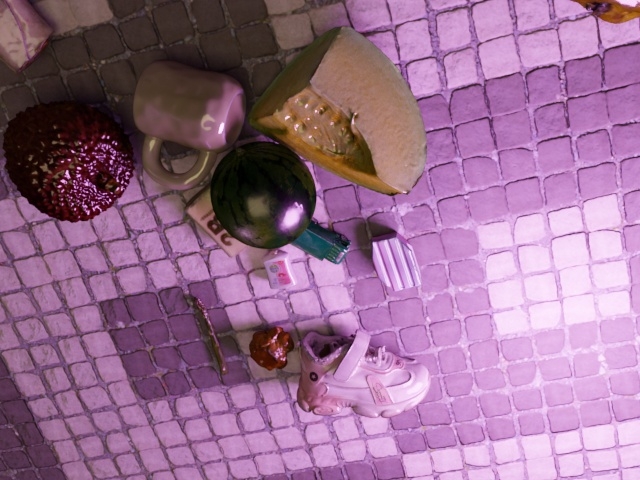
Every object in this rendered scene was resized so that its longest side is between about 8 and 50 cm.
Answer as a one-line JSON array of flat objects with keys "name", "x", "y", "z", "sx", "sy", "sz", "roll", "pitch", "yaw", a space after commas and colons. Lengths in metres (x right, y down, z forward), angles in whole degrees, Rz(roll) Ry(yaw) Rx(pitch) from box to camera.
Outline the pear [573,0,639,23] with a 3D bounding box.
[{"name": "pear", "x": 0.582, "y": -0.597, "z": 1.333, "sx": 0.352, "sy": 0.352, "sz": 0.413, "roll": 25, "pitch": 122, "yaw": -7}]

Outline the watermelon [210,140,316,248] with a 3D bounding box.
[{"name": "watermelon", "x": -0.126, "y": -0.102, "z": 1.689, "sx": 0.242, "sy": 0.242, "sz": 0.242, "roll": 2, "pitch": 116, "yaw": 4}]

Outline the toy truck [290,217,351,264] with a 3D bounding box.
[{"name": "toy truck", "x": 0.000, "y": 0.000, "z": 1.819, "sx": 0.147, "sy": 0.079, "sz": 0.065, "roll": 29, "pitch": 115, "yaw": -11}]

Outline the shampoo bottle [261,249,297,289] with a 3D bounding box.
[{"name": "shampoo bottle", "x": -0.103, "y": 0.069, "z": 1.881, "sx": 0.072, "sy": 0.043, "sz": 0.099, "roll": -11, "pitch": 115, "yaw": 11}]

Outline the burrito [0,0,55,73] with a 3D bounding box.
[{"name": "burrito", "x": -0.711, "y": -0.511, "z": 1.622, "sx": 0.143, "sy": 0.105, "sz": 0.299, "roll": -38, "pitch": 107, "yaw": 11}]

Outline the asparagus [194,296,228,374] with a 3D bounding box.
[{"name": "asparagus", "x": -0.286, "y": 0.252, "z": 2.001, "sx": 0.024, "sy": 0.025, "sz": 0.248, "roll": -3, "pitch": 117, "yaw": 24}]

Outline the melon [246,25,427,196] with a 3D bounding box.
[{"name": "melon", "x": 0.060, "y": -0.238, "z": 1.626, "sx": 0.343, "sy": 0.226, "sz": 0.331, "roll": 38, "pitch": 116, "yaw": -25}]

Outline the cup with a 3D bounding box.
[{"name": "cup", "x": -0.290, "y": -0.251, "z": 1.622, "sx": 0.202, "sy": 0.255, "sz": 0.173, "roll": 17, "pitch": 160, "yaw": 10}]

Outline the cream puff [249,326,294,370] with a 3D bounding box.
[{"name": "cream puff", "x": -0.126, "y": 0.275, "z": 1.964, "sx": 0.116, "sy": 0.094, "sz": 0.122, "roll": 30, "pitch": 138, "yaw": -6}]

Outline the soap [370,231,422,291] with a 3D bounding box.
[{"name": "soap", "x": 0.179, "y": 0.047, "z": 1.837, "sx": 0.100, "sy": 0.056, "sz": 0.149, "roll": -16, "pitch": 114, "yaw": 11}]

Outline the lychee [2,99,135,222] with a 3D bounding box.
[{"name": "lychee", "x": -0.554, "y": -0.182, "z": 1.679, "sx": 0.304, "sy": 0.276, "sz": 0.275, "roll": 27, "pitch": 118, "yaw": 20}]

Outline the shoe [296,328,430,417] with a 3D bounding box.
[{"name": "shoe", "x": 0.100, "y": 0.330, "z": 1.921, "sx": 0.351, "sy": 0.172, "sz": 0.198, "roll": -7, "pitch": 112, "yaw": 7}]

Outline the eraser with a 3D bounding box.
[{"name": "eraser", "x": -0.230, "y": -0.054, "z": 1.825, "sx": 0.117, "sy": 0.058, "sz": 0.172, "roll": -36, "pitch": 108, "yaw": 20}]
